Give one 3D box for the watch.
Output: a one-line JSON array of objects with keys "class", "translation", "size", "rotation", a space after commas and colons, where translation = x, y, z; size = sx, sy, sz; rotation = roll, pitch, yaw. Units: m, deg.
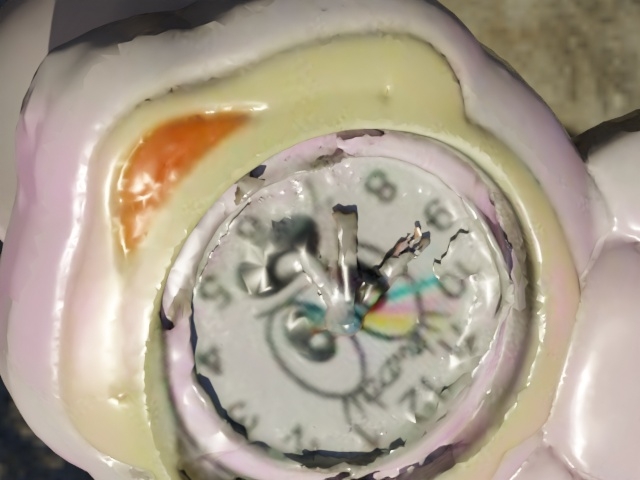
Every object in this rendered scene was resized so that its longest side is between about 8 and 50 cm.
[{"class": "watch", "translation": [0.000, 0.000, 0.622], "size": [0.248, 0.217, 0.211], "rotation": [42, 92, -25]}]
